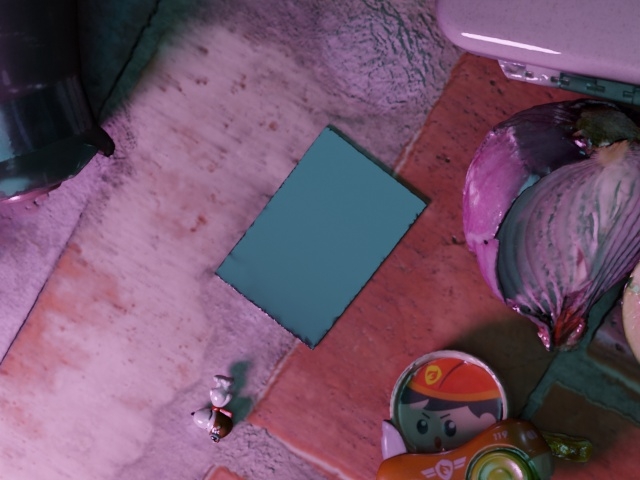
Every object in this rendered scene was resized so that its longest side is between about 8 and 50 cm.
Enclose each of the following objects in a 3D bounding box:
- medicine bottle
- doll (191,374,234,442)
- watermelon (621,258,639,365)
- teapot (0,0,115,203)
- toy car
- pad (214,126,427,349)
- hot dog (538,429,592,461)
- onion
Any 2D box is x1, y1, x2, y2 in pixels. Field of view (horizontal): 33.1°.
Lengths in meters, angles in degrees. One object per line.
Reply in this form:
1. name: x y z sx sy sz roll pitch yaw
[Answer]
1. medicine bottle: 0.323 -0.306 1.212 0.375 0.123 0.282 17 96 26
2. doll: -0.133 0.222 1.421 0.058 0.040 0.085 35 100 10
3. watermelon: 0.436 0.074 1.313 0.193 0.137 0.145 14 144 -31
4. teapot: -0.432 -0.218 1.282 0.376 0.305 0.361 -7 106 34
5. toy car: 0.165 0.249 1.360 0.235 0.145 0.235 -4 78 19
6. pad: 0.000 0.000 1.394 0.170 0.006 0.245 38 99 0
7. hot dog: 0.307 0.267 1.390 0.090 0.034 0.030 10 99 3
8. onion: 0.280 -0.027 1.301 0.267 0.159 0.348 -9 134 -16
